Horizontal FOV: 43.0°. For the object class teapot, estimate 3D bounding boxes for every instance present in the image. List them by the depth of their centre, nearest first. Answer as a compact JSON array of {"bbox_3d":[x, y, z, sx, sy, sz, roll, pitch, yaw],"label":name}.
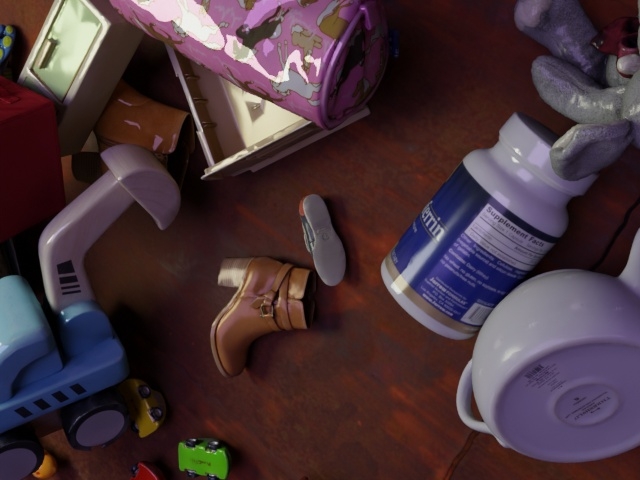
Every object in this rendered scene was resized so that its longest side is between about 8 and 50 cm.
[{"bbox_3d":[0.289,0.127,0.962,0.256,0.187,0.252,-7,127,5],"label":"teapot"}]

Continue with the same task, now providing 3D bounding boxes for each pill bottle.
[{"bbox_3d":[0.207,-0.018,1.005,0.153,0.153,0.264,44,112,18],"label":"pill bottle"}]

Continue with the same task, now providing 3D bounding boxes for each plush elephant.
[{"bbox_3d":[0.358,-0.176,0.835,0.272,0.255,0.329,-15,91,17],"label":"plush elephant"}]

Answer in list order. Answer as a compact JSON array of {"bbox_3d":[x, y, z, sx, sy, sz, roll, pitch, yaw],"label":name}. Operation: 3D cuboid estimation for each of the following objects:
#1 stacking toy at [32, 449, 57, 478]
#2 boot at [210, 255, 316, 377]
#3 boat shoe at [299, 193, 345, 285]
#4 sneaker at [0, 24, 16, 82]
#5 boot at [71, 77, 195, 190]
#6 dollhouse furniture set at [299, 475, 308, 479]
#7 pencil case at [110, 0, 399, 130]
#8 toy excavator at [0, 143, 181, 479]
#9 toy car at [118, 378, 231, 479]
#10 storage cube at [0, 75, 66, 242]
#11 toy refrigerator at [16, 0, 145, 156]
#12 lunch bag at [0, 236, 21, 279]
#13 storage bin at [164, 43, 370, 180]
[{"bbox_3d":[-0.612,0.366,1.501,0.302,0.166,0.175,17,118,15],"label":"stacking toy"},{"bbox_3d":[-0.083,0.123,1.224,0.153,0.073,0.197,7,101,24],"label":"boot"},{"bbox_3d":[0.000,0.000,1.183,0.043,0.049,0.137,159,93,-71],"label":"boat shoe"},{"bbox_3d":[-0.582,-0.295,1.452,0.067,0.078,0.188,7,84,-1],"label":"sneaker"},{"bbox_3d":[-0.299,-0.217,1.300,0.211,0.104,0.295,6,102,22],"label":"boot"},{"bbox_3d":[-0.078,0.498,1.237,0.374,0.152,0.201,-39,75,8],"label":"dollhouse furniture set"},{"bbox_3d":[-0.097,-0.286,1.004,0.386,0.160,0.167,30,75,23],"label":"pencil case"},{"bbox_3d":[-0.401,0.108,1.238,0.222,0.433,0.445,48,151,40],"label":"toy excavator"},{"bbox_3d":[-0.233,0.348,1.336,0.225,0.053,0.238,2,97,28],"label":"toy car"},{"bbox_3d":[-0.509,-0.117,1.168,0.184,0.193,0.214,27,131,26],"label":"storage cube"},{"bbox_3d":[-0.370,-0.250,1.206,0.102,0.094,0.269,47,123,9],"label":"toy refrigerator"},{"bbox_3d":[-0.617,0.012,1.388,0.169,0.287,0.235,-17,90,12],"label":"lunch bag"},{"bbox_3d":[-0.099,-0.252,1.165,0.260,0.123,0.262,-23,84,28],"label":"storage bin"}]
